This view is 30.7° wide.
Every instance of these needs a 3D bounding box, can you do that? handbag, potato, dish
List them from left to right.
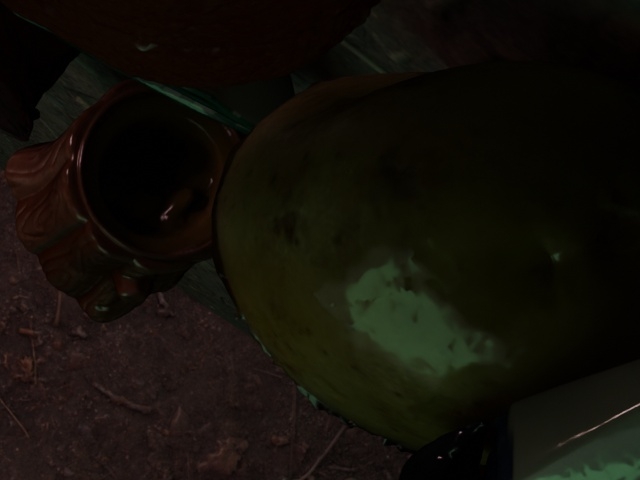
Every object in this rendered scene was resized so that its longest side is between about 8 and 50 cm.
[{"bbox_3d":[-0.316,-0.191,1.088,0.146,0.135,0.225,29,166,3],"label":"handbag"},{"bbox_3d":[-0.080,-0.129,0.798,0.246,0.078,0.224,27,180,-19],"label":"dish"},{"bbox_3d":[0.101,0.008,0.607,0.285,0.242,0.242,41,167,-10],"label":"potato"}]

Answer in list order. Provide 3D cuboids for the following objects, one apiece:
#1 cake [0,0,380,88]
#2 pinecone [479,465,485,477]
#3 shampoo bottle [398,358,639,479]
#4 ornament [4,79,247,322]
[{"bbox_3d":[-0.087,-0.175,0.454,0.283,0.177,0.151,34,168,-5],"label":"cake"},{"bbox_3d":[0.248,0.234,1.046,0.272,0.224,0.224,26,172,-23],"label":"pinecone"},{"bbox_3d":[0.189,0.081,0.468,0.359,0.078,0.134,-23,129,30],"label":"shampoo bottle"},{"bbox_3d":[-0.177,-0.040,1.113,0.235,0.221,0.217,17,166,-18],"label":"ornament"}]
